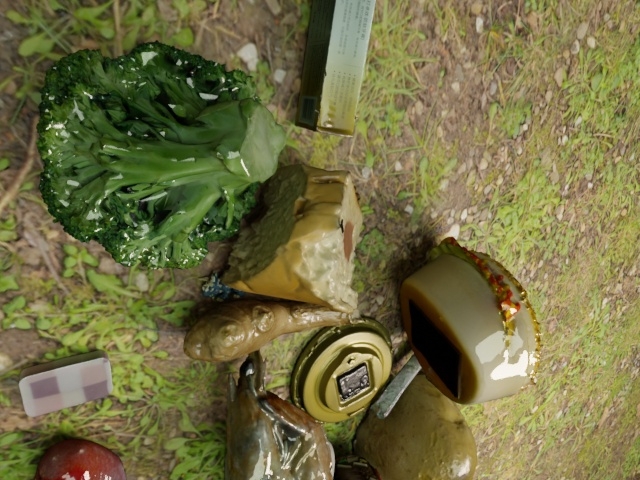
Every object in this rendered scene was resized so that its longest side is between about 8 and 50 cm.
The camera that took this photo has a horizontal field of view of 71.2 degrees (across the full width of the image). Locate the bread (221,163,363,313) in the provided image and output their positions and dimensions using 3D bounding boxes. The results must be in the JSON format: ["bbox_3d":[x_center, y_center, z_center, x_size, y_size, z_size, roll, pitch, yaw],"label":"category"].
[{"bbox_3d":[0.012,0.002,0.623,0.224,0.211,0.183,17,77,-28],"label":"bread"}]

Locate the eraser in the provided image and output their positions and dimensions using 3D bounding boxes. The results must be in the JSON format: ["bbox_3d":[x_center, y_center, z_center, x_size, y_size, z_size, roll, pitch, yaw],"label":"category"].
[{"bbox_3d":[-0.340,0.191,0.602,0.105,0.026,0.065,-9,109,-29],"label":"eraser"}]

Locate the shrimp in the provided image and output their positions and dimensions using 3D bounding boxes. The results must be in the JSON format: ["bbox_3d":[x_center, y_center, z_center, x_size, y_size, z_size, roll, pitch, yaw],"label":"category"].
[{"bbox_3d":[-0.066,0.309,0.707,0.168,0.077,0.317,-2,79,-29],"label":"shrimp"}]

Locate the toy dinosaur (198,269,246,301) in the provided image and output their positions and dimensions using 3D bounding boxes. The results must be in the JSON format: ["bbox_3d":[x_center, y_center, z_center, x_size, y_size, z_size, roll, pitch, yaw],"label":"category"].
[{"bbox_3d":[-0.140,0.063,0.675,0.083,0.030,0.047,-9,114,-30],"label":"toy dinosaur"}]

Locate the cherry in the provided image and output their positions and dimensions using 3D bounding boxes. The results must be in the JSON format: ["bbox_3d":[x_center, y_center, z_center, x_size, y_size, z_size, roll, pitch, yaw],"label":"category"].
[{"bbox_3d":[-0.342,0.332,0.618,0.106,0.087,0.126,-52,144,-13],"label":"cherry"}]

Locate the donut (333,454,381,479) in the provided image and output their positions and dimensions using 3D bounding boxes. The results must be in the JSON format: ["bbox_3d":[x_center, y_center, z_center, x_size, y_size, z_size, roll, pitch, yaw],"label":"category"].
[{"bbox_3d":[0.049,0.552,0.851,0.103,0.269,0.269,8,105,-9],"label":"donut"}]

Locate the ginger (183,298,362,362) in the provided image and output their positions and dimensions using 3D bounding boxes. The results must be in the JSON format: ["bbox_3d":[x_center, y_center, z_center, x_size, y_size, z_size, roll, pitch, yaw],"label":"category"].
[{"bbox_3d":[-0.064,0.124,0.691,0.295,0.131,0.086,-5,75,-31],"label":"ginger"}]

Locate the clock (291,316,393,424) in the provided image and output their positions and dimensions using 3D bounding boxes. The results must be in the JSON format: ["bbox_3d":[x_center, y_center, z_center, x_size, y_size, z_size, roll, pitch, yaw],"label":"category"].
[{"bbox_3d":[0.056,0.260,0.858,0.237,0.057,0.236,-12,115,-27],"label":"clock"}]

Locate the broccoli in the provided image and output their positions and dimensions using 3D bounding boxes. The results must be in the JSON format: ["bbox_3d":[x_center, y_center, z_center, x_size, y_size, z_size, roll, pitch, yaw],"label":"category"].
[{"bbox_3d":[-0.162,-0.095,0.492,0.269,0.242,0.261,26,72,-64],"label":"broccoli"}]

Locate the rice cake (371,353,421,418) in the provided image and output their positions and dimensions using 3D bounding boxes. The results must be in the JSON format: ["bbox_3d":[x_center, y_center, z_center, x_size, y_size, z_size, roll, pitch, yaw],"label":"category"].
[{"bbox_3d":[0.181,0.278,0.929,0.211,0.034,0.043,-44,163,-22],"label":"rice cake"}]

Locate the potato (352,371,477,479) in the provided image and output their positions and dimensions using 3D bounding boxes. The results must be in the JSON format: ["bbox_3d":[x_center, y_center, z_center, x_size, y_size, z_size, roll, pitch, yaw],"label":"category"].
[{"bbox_3d":[0.211,0.444,0.931,0.243,0.242,0.285,30,94,-36],"label":"potato"}]

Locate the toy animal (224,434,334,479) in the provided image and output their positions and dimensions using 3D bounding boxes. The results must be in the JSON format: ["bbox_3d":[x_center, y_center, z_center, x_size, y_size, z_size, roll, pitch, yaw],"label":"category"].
[{"bbox_3d":[-0.067,0.424,0.778,0.193,0.127,0.178,4,76,-23],"label":"toy animal"}]

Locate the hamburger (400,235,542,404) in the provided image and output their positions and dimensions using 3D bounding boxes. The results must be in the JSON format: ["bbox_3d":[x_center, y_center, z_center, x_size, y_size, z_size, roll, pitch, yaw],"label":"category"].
[{"bbox_3d":[0.272,0.152,0.818,0.179,0.276,0.294,-19,122,-13],"label":"hamburger"}]

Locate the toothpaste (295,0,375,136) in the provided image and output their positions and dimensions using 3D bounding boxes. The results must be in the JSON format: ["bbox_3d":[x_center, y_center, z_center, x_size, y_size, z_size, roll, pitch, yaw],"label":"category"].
[{"bbox_3d":[0.026,-0.305,0.605,0.071,0.089,0.312,1,108,-25],"label":"toothpaste"}]
